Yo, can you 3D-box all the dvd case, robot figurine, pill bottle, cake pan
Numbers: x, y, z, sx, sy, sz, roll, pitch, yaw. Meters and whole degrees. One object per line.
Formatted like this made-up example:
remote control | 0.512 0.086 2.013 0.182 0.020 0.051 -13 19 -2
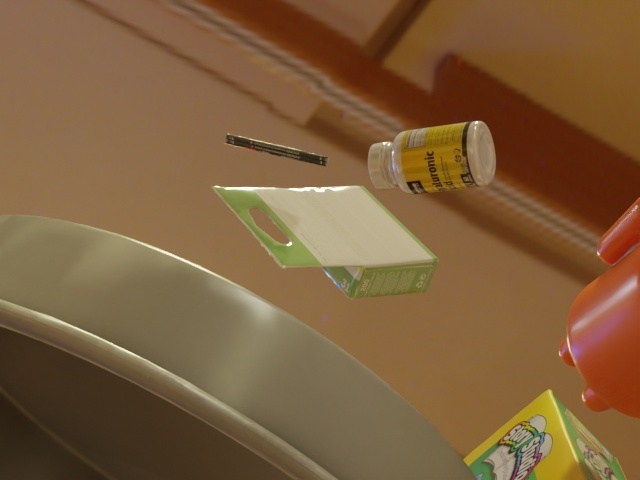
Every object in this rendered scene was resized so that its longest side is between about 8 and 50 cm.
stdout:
dvd case | -0.049 -0.103 1.751 0.119 0.087 0.013 14 -88 0
robot figurine | 0.279 0.060 1.186 0.128 0.158 0.219 23 -38 -15
pill bottle | 0.109 -0.080 1.510 0.116 0.065 0.065 -6 -49 25
cake pan | -0.057 0.091 0.595 0.293 0.054 0.293 23 -29 13

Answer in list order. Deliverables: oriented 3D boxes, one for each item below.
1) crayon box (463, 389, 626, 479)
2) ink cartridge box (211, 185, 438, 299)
crayon box | 0.120 0.298 1.255 0.313 0.363 0.106 -41 -85 8
ink cartridge box | 0.000 0.000 1.804 0.235 0.171 0.056 -4 -53 -37
